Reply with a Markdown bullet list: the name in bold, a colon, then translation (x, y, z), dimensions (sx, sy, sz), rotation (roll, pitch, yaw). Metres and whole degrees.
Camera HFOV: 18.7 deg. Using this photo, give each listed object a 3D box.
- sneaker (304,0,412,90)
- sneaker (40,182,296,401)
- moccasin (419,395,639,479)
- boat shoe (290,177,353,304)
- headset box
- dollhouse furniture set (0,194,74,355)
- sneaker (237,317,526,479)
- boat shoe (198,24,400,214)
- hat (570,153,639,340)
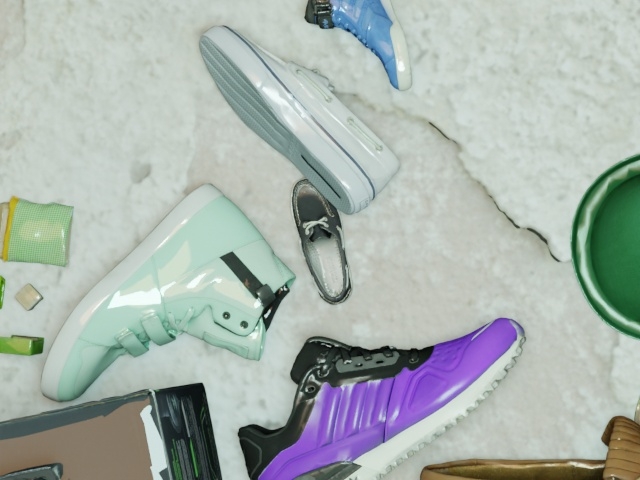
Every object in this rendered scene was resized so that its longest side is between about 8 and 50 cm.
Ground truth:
- **sneaker**: translation (0.031, -0.204, 1.837), dimensions (0.084, 0.058, 0.152), rotation (-18, 81, -1)
- **sneaker**: translation (-0.139, 0.086, 1.820), dimensions (0.151, 0.094, 0.256), rotation (43, 90, 12)
- **moccasin**: translation (0.280, 0.217, 1.764), dimensions (0.380, 0.139, 0.147), rotation (-10, 95, 15)
- **boat shoe**: translation (0.000, 0.000, 1.842), dimensions (0.046, 0.038, 0.125), rotation (-13, 86, 5)
- **headset box**: translation (-0.231, 0.216, 1.733), dimensions (0.246, 0.283, 0.131), rotation (-12, 86, 6)
- **dollhouse furniture set**: translation (-0.286, 0.033, 1.859), dimensions (0.076, 0.058, 0.152), rotation (6, 88, 6)
- **sneaker**: translation (0.047, 0.137, 1.799), dimensions (0.293, 0.102, 0.146), rotation (-36, 84, 3)
- **boat shoe**: translation (-0.019, -0.125, 1.840), dimensions (0.076, 0.083, 0.226), rotation (-40, 86, -23)
- **hat**: translation (0.311, -0.010, 1.737), dimensions (0.173, 0.183, 0.208), rotation (-10, 86, 6)
